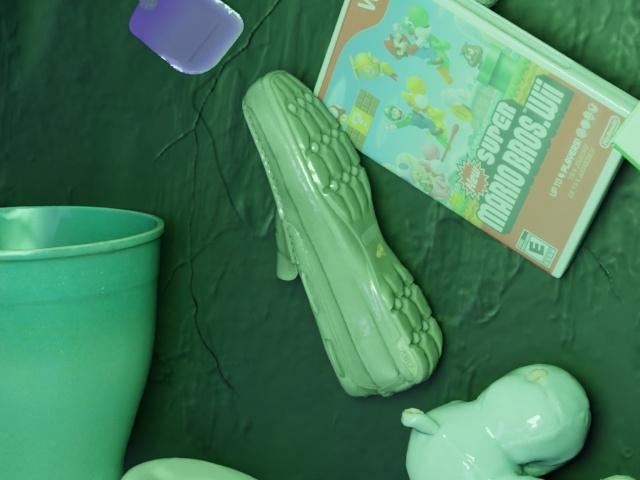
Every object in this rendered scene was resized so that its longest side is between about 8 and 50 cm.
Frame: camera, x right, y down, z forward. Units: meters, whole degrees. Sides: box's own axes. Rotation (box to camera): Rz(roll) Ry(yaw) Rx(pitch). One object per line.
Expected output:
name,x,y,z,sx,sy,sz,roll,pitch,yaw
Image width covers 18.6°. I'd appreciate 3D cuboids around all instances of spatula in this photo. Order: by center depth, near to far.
spatula,-0.203,-0.275,1.887,0.296,0.030,0.084,44,112,10

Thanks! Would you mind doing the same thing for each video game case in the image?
video game case,0.131,-0.114,1.740,0.285,0.025,0.204,34,135,14

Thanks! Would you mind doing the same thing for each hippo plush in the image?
hippo plush,0.185,0.249,1.753,0.294,0.234,0.236,-34,54,7

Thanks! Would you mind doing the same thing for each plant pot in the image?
plant pot,-0.279,0.112,1.844,0.271,0.271,0.255,3,99,21

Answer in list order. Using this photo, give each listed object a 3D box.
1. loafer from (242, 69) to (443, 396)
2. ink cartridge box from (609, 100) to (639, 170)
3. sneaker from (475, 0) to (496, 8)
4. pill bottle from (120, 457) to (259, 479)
loafer,0.000,0.000,1.800,0.111,0.112,0.319,-22,96,29
ink cartridge box,0.352,-0.090,1.534,0.160,0.219,0.092,43,131,10
sneaker,0.092,-0.340,1.724,0.153,0.101,0.269,5,102,18
pill bottle,-0.154,0.426,1.867,0.224,0.224,0.392,27,106,15
